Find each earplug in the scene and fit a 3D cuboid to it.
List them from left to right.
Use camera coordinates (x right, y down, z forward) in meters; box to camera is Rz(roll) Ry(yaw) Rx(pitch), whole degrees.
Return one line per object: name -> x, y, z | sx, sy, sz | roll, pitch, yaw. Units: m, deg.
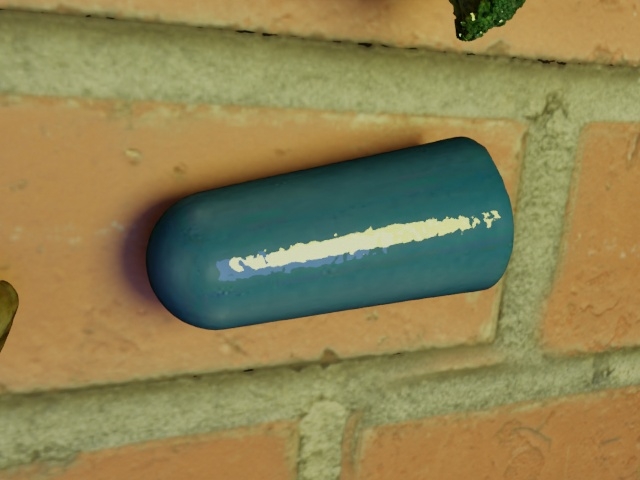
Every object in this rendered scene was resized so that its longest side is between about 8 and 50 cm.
earplug -> 0.000, 0.000, 0.613 | 0.273, 0.132, 0.132 | -10, 110, -20

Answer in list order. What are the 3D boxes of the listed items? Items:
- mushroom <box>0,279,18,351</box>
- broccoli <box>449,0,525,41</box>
mushroom -> -0.325, -0.012, 0.470 | 0.312, 0.081, 0.100 | 44, 72, -26
broccoli -> 0.041, -0.242, 0.509 | 0.269, 0.269, 0.254 | -29, 112, -16
